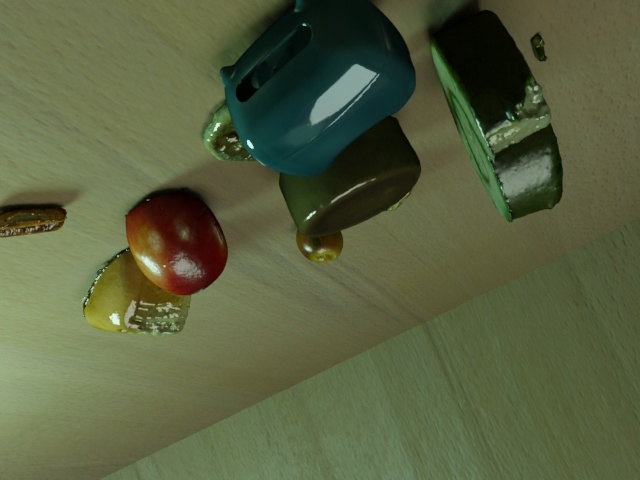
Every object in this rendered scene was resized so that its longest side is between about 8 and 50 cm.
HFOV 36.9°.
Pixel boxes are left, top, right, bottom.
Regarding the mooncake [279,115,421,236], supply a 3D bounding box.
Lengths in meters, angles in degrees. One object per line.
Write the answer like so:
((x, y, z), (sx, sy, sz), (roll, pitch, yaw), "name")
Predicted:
((0.054, -0.133, 1.908), (0.284, 0.155, 0.284), (-27, 165, -8), "mooncake")

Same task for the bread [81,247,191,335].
((-0.399, 0.129, 2.101), (0.204, 0.162, 0.262), (7, 131, -35), "bread")

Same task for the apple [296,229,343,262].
((0.000, 0.000, 2.274), (0.099, 0.102, 0.114), (-30, 158, 23), "apple")

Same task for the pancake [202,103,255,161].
((-0.094, -0.212, 1.732), (0.254, 0.037, 0.253), (-21, 162, -7), "pancake")

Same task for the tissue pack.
((-0.014, -0.246, 1.496), (0.287, 0.198, 0.206), (-37, 141, 29), "tissue pack")

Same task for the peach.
((-0.291, -0.006, 1.918), (0.190, 0.226, 0.196), (1, -138, 47), "peach")

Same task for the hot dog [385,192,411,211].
((0.100, -0.099, 2.179), (0.270, 0.072, 0.109), (-10, 154, -34), "hot dog")

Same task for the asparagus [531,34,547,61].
((0.435, -0.376, 1.902), (0.021, 0.025, 0.108), (-36, 158, 7), "asparagus")

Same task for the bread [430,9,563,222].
((0.315, -0.215, 1.678), (0.129, 0.366, 0.382), (-24, -179, 5), "bread")

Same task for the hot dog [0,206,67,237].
((-0.523, -0.036, 1.720), (0.144, 0.038, 0.062), (-10, 154, -37), "hot dog")
